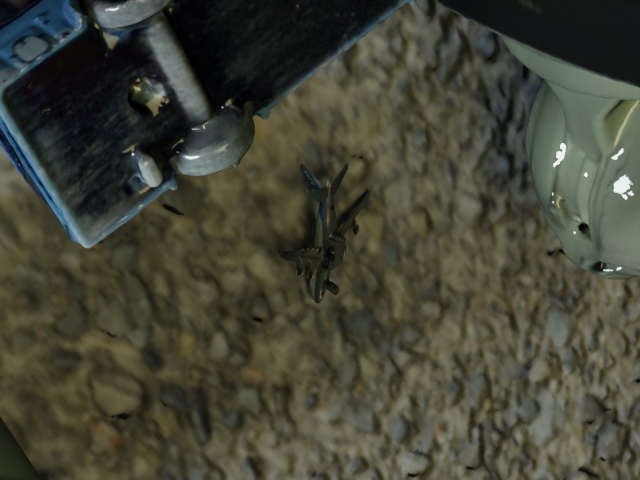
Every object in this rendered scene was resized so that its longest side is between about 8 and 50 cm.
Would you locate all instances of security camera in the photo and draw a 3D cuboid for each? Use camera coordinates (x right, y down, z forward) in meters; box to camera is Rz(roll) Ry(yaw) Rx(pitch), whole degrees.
[{"bbox_3d":[0.184,-0.100,0.886,0.191,0.197,0.277,-44,139,-22],"label":"security camera"}]

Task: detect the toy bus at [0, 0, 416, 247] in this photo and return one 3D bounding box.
[{"bbox_3d":[-0.027,-0.136,0.739,0.297,0.131,0.106,-38,132,-14],"label":"toy bus"}]

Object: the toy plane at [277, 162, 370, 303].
[{"bbox_3d":[0.002,0.000,0.904,0.078,0.024,0.084,-35,132,-42],"label":"toy plane"}]

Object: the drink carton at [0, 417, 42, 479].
[{"bbox_3d":[-0.188,0.137,0.732,0.191,0.185,0.189,-36,127,-14],"label":"drink carton"}]
